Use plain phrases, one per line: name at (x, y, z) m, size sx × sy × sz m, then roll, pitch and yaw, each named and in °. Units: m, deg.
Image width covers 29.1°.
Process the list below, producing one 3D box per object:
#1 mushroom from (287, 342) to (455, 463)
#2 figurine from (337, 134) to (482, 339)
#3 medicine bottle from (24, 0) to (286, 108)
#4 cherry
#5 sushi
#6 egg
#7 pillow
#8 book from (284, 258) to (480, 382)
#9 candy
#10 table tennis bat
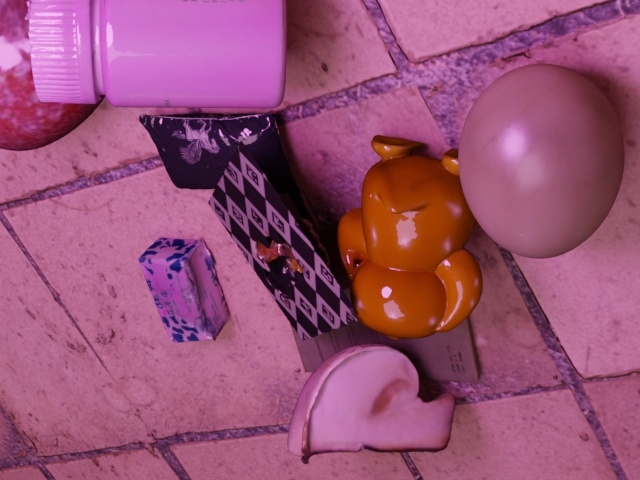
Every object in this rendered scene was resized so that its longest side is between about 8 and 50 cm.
mushroom at (0.058, 0.220, 1.772) m, size 0.173 × 0.236 × 0.162 m, roll -172°, pitch 85°, yaw -69°
figurine at (0.114, -0.004, 1.534) m, size 0.215 × 0.215 × 0.228 m, roll 12°, pitch 128°, yaw 20°
medicine bottle at (-0.187, -0.245, 1.453) m, size 0.290 × 0.178 × 0.178 m, roll 0°, pitch 129°, yaw -4°
cherry at (-0.406, -0.239, 1.625) m, size 0.285 × 0.213 × 0.236 m, roll -21°, pitch 136°, yaw 13°
sushi at (-0.039, 0.003, 1.633) m, size 0.264 × 0.050 × 0.290 m, roll 55°, pitch 162°, yaw 2°
egg at (0.250, -0.086, 1.403) m, size 0.186 × 0.186 × 0.242 m, roll 14°, pitch 132°, yaw 19°
pillow at (-0.137, -0.120, 1.680) m, size 0.208 × 0.055 × 0.141 m, roll 2°, pitch 135°, yaw 28°
book at (0.080, 0.112, 1.762) m, size 0.282 × 0.025 × 0.215 m, roll 3°, pitch 125°, yaw 26°
candy at (-0.202, 0.076, 1.853) m, size 0.092 × 0.073 × 0.160 m, roll 0°, pitch 125°, yaw 26°
table tennis bat at (0.000, 0.000, 1.709) m, size 0.095 × 0.014 × 0.158 m, roll -17°, pitch 108°, yaw 34°
